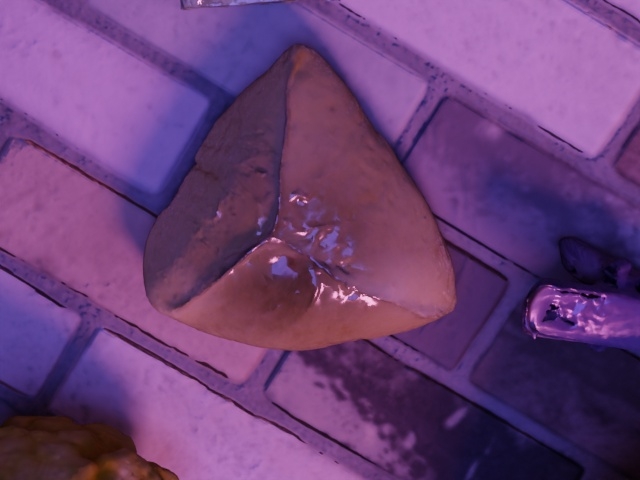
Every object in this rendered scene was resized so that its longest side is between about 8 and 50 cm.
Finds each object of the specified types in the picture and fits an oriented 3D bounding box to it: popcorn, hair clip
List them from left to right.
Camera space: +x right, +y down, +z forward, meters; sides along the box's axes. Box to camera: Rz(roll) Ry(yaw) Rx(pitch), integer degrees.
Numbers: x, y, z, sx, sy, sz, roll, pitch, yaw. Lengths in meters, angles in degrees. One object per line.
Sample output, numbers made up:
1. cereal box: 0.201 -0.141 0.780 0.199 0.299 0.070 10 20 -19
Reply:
1. popcorn: -0.212 0.255 1.191 0.249 0.225 0.249 1 100 3
2. hair clip: 0.281 0.056 1.173 0.278 0.090 0.137 12 106 -5

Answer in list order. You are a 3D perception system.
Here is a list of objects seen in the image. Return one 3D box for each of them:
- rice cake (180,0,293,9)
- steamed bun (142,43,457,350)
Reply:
1. rice cake: -0.043 -0.182 1.158 0.121 0.021 0.022 -3 95 6
2. steamed bun: -0.029 0.006 1.167 0.212 0.110 0.231 -34 98 13
